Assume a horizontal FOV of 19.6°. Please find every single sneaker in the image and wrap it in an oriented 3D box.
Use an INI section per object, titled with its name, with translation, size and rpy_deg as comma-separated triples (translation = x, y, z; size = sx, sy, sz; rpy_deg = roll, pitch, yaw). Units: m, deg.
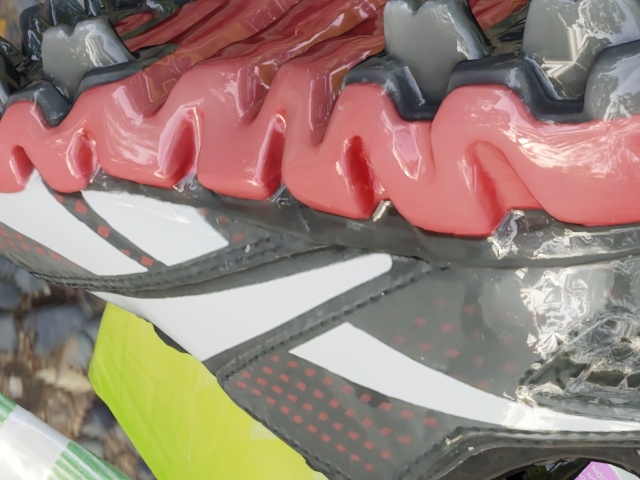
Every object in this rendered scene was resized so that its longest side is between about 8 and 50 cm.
[sneaker]
translation = 0.000, 0.000, 0.417
size = 0.097, 0.276, 0.135
rpy_deg = -36, 117, -39

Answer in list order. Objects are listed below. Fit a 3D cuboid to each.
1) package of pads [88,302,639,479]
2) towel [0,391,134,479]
[package of pads]
translation = 0.045, 0.071, 0.632
size = 0.101, 0.229, 0.296
rpy_deg = -23, 60, -34
[towel]
translation = -0.277, 0.216, 1.437
size = 0.325, 0.038, 0.248
rpy_deg = 34, 116, 1
